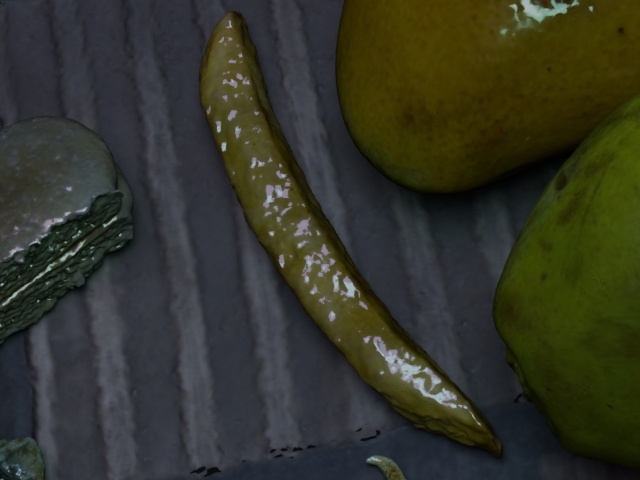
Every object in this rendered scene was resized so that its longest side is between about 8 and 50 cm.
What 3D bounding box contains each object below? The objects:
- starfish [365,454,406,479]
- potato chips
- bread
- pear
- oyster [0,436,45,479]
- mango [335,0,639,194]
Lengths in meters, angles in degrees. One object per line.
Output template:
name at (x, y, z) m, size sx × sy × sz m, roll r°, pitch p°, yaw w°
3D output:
starfish at (0.075, 0.246, 1.341) m, size 0.217 × 0.050 × 0.223 m, roll -26°, pitch 63°, yaw 4°
potato chips at (0.000, 0.000, 1.432) m, size 0.080 × 0.057 × 0.407 m, roll -31°, pitch 68°, yaw -2°
bread at (-0.307, 0.014, 1.439) m, size 0.337 × 0.102 × 0.183 m, roll -38°, pitch 70°, yaw -9°
pear at (0.270, 0.021, 1.283) m, size 0.321 × 0.269 × 0.269 m, roll -18°, pitch 68°, yaw -2°
oyster at (-0.278, 0.266, 1.346) m, size 0.199 × 0.087 × 0.252 m, roll -8°, pitch 75°, yaw -6°
mango at (0.174, -0.184, 1.401) m, size 0.378 × 0.221 × 0.264 m, roll -37°, pitch 71°, yaw 1°
